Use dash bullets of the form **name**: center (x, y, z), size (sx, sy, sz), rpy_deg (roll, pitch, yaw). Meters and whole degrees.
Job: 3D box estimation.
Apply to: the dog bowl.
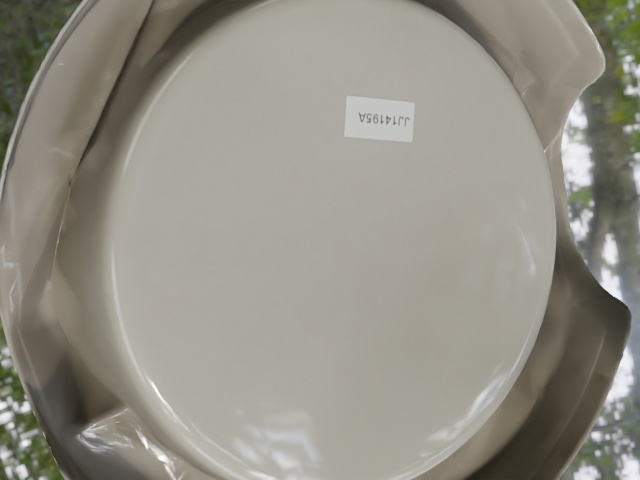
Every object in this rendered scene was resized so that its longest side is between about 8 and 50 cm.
- **dog bowl**: center (0.000, 0.000, 0.568), size (0.349, 0.348, 0.102), rpy_deg (-23, -166, -26)
